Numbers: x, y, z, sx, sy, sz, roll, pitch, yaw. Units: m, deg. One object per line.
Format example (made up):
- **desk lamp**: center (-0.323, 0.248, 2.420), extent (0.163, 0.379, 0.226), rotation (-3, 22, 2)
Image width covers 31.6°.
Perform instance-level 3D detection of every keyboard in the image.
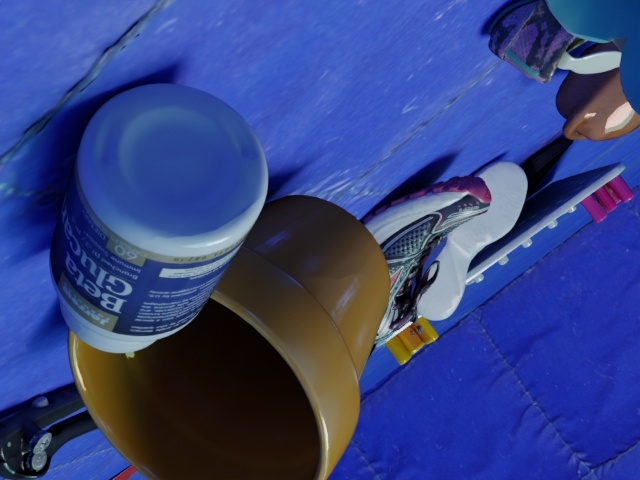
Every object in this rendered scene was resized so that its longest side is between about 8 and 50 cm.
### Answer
- **keyboard**: center (0.278, -0.080, 1.547), extent (0.108, 0.023, 0.180), rotation (-39, 169, -19)

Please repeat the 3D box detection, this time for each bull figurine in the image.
- **bull figurine**: center (0.344, -0.206, 1.036), extent (0.310, 0.101, 0.188), rotation (-40, 169, 20)

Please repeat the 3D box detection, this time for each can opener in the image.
- **can opener**: center (-0.226, 0.154, 0.983), extent (0.186, 0.073, 0.059), rotation (-26, 126, -52)

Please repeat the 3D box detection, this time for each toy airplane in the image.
- **toy airplane**: center (-0.317, 0.378, 1.641), extent (0.151, 0.028, 0.151), rotation (-35, 168, -9)

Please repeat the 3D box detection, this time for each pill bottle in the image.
- **pill bottle**: center (-0.095, -0.001, 0.609), extent (0.094, 0.094, 0.169), rotation (-29, 166, -31)

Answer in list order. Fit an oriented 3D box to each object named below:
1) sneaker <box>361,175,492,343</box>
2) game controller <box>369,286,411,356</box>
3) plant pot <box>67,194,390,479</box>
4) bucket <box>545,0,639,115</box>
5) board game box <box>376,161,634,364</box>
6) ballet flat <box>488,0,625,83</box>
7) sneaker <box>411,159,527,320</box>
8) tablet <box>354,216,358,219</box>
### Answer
- **sneaker**: center (0.075, 0.038, 1.210), extent (0.299, 0.112, 0.121), rotation (-44, 166, 31)
- **game controller**: center (0.012, 0.159, 1.365), extent (0.319, 0.067, 0.166), rotation (-58, 180, -33)
- **plant pot**: center (-0.044, 0.063, 0.821), extent (0.205, 0.205, 0.188), rotation (-47, 180, 42)
- **bucket**: center (0.167, -0.140, 0.403), extent (0.183, 0.281, 0.281), rotation (-40, 168, 11)
- **board game box**: center (0.230, 0.035, 1.599), extent (0.390, 0.050, 0.390), rotation (-35, 180, -2)
- **ballet flat**: center (0.225, -0.173, 0.881), extent (0.221, 0.079, 0.077), rotation (-29, 166, -31)
- **sneaker**: center (0.167, -0.010, 1.365), extent (0.212, 0.080, 0.094), rotation (-57, -167, 9)
- **tablet**: center (0.000, 0.000, 1.105), extent (0.054, 0.006, 0.083), rotation (-43, 167, 31)
